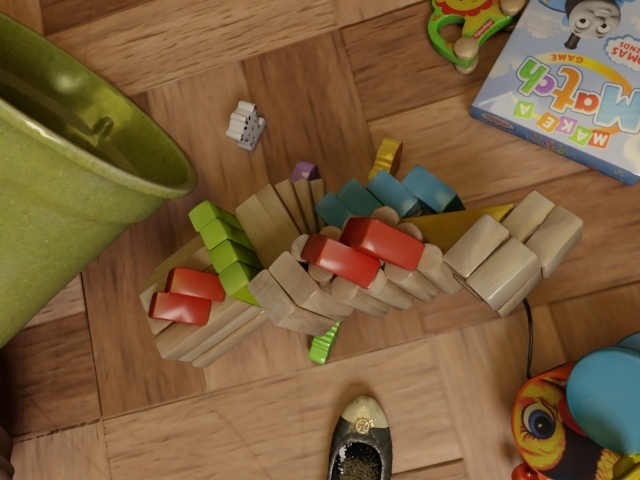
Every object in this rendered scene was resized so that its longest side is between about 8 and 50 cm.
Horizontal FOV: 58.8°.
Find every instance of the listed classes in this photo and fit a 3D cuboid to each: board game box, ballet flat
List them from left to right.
[{"bbox_3d":[0.028,0.222,0.488,0.058,0.049,0.173,9,80,11],"label":"ballet flat"},{"bbox_3d":[0.261,-0.178,0.521,0.160,0.039,0.211,29,90,18],"label":"board game box"}]

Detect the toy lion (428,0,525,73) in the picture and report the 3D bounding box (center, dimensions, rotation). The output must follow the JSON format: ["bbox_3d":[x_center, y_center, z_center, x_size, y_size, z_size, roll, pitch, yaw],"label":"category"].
[{"bbox_3d":[0.146,-0.231,0.570,0.100,0.034,0.096,-45,68,0],"label":"toy lion"}]

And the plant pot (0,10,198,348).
[{"bbox_3d":[-0.299,-0.039,0.509,0.276,0.276,0.254,43,100,15],"label":"plant pot"}]

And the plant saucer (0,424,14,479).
[{"bbox_3d":[-0.384,0.134,0.488,0.278,0.277,0.041,15,51,13],"label":"plant saucer"}]

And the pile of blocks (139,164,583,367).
[{"bbox_3d":[0.000,0.000,0.432,0.362,0.113,0.148,-13,71,19],"label":"pile of blocks"}]

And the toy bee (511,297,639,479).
[{"bbox_3d":[0.223,0.141,0.432,0.195,0.298,0.162,4,110,-22],"label":"toy bee"}]

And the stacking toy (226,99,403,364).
[{"bbox_3d":[-0.035,-0.015,0.546,0.167,0.052,0.221,19,83,14],"label":"stacking toy"}]
